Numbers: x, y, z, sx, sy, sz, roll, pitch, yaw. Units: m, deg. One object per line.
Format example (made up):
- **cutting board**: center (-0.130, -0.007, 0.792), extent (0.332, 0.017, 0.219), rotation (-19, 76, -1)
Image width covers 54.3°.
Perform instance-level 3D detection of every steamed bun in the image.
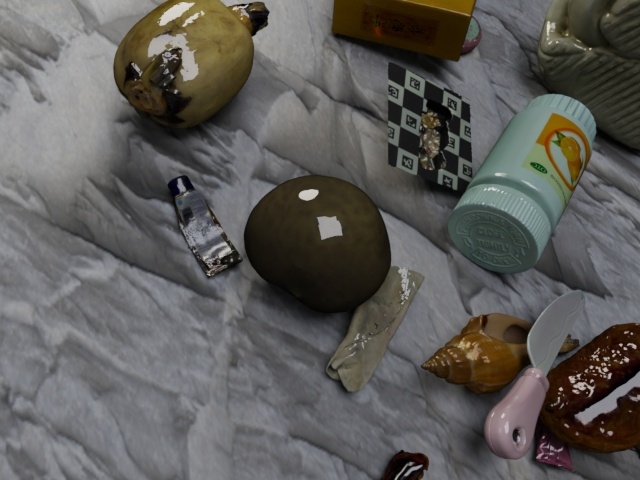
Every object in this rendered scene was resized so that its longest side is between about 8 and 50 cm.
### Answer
- **steamed bun**: center (0.625, -0.384, 1.197), extent (0.368, 0.342, 0.255), rotation (42, 55, -13)

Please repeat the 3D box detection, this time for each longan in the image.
- **longan**: center (0.000, 0.000, 0.894), extent (0.212, 0.198, 0.198), rotation (35, 58, 20)

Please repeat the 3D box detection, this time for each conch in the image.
- **conch**: center (0.274, 0.173, 0.948), extent (0.330, 0.093, 0.109), rotation (3, 42, -37)

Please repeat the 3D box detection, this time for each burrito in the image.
- **burrito**: center (0.080, 0.118, 0.926), extent (0.087, 0.060, 0.226), rotation (33, 58, -3)

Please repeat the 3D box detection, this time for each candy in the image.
- **candy**: center (0.280, -0.430, 1.284), extent (0.103, 0.043, 0.103), rotation (7, 60, -13)

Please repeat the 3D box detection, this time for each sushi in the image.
- **sushi**: center (0.183, -0.189, 1.124), extent (0.192, 0.050, 0.215), rotation (17, 63, -26)

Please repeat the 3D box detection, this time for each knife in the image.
- **knife**: center (0.315, 0.169, 0.905), extent (0.081, 0.043, 0.336), rotation (55, 50, -17)

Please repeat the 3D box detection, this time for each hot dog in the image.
- **hot dog**: center (0.417, 0.216, 0.915), extent (0.227, 0.099, 0.160), rotation (-27, 36, -7)

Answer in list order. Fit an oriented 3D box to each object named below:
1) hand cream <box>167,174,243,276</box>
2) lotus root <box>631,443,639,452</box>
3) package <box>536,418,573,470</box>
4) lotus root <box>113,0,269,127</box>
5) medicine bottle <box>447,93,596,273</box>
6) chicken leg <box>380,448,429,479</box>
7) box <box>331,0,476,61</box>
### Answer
- **hand cream**: center (-0.181, -0.024, 0.944), extent (0.062, 0.039, 0.163), rotation (-24, 78, -27)
- **lotus root**: center (0.612, 0.232, 0.960), extent (0.272, 0.192, 0.272), rotation (11, 59, -19)
- **package**: center (0.346, 0.297, 0.926), extent (0.059, 0.029, 0.083), rotation (17, 49, -1)
- **lotus root**: center (-0.195, -0.308, 1.012), extent (0.183, 0.183, 0.310), rotation (35, 57, 4)
- **medicine bottle**: center (0.354, -0.107, 1.068), extent (0.158, 0.158, 0.318), rotation (35, 60, 4)
- **chicken leg**: center (-0.011, 0.387, 0.746), extent (0.407, 0.096, 0.158), rotation (-21, 52, -27)
- **box**: center (0.205, -0.561, 1.260), extent (0.264, 0.115, 0.415), rotation (15, 57, 7)
